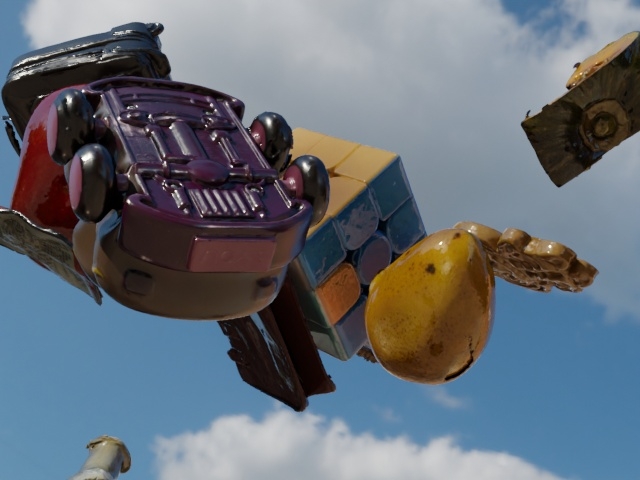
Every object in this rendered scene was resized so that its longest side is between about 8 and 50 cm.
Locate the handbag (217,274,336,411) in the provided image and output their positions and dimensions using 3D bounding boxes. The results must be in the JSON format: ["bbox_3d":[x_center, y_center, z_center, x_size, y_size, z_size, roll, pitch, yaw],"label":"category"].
[{"bbox_3d":[-0.106,0.165,1.893,0.275,0.084,0.260,8,-55,59],"label":"handbag"}]

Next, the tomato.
[{"bbox_3d":[-0.356,-0.086,1.713,0.293,0.290,0.325,21,-78,12],"label":"tomato"}]

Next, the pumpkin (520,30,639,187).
[{"bbox_3d":[0.444,-0.215,1.695,0.139,0.280,0.190,57,1,-8],"label":"pumpkin"}]

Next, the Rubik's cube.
[{"bbox_3d":[0.000,0.000,1.988,0.291,0.291,0.290,21,-35,43],"label":"Rubik's cube"}]

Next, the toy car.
[{"bbox_3d":[-0.161,-0.021,1.144,0.271,0.341,0.240,2,-58,-25],"label":"toy car"}]

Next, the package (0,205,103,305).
[{"bbox_3d":[-0.405,-0.001,1.471,0.232,0.040,0.166,24,-27,22],"label":"package"}]

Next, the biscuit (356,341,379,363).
[{"bbox_3d":[0.059,0.198,2.316,0.305,0.038,0.305,27,9,-5],"label":"biscuit"}]

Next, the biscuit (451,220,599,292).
[{"bbox_3d":[0.321,0.034,1.696,0.202,0.044,0.288,34,-11,-30],"label":"biscuit"}]

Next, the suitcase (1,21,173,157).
[{"bbox_3d":[-0.412,-0.214,1.990,0.339,0.188,0.345,-13,-53,5],"label":"suitcase"}]

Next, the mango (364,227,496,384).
[{"bbox_3d":[0.177,0.107,1.606,0.160,0.191,0.290,-11,-40,-34],"label":"mango"}]

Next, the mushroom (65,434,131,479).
[{"bbox_3d":[-0.331,0.354,1.545,0.081,0.092,0.223,15,6,-1],"label":"mushroom"}]
